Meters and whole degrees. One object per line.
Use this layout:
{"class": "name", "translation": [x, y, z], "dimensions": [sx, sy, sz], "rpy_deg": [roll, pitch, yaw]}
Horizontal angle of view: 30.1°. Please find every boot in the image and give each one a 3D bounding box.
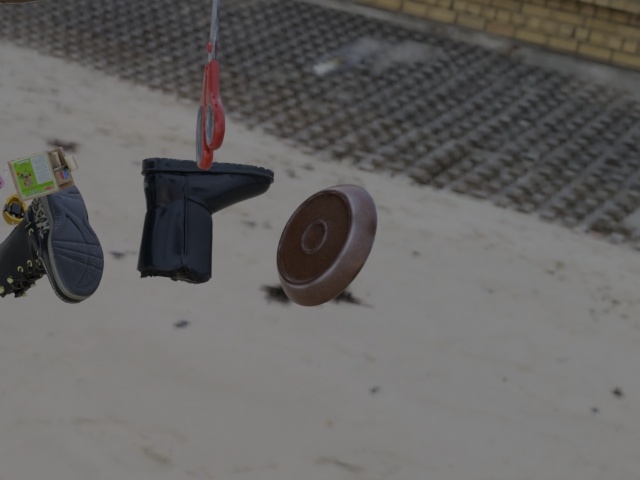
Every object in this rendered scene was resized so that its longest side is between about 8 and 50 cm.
{"class": "boot", "translation": [-0.403, 0.039, 1.732], "dimensions": [0.085, 0.178, 0.236], "rpy_deg": [19, 35, -39]}
{"class": "boot", "translation": [-0.195, -0.029, 2.029], "dimensions": [0.246, 0.207, 0.094], "rpy_deg": [3, -5, -30]}

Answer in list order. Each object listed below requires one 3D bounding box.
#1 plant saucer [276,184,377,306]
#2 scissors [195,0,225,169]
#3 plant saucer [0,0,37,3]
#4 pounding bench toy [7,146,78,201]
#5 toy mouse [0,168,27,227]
{"class": "plant saucer", "translation": [0.000, 0.000, 1.492], "dimensions": [0.029, 0.168, 0.168], "rpy_deg": [31, 0, -36]}
{"class": "scissors", "translation": [-0.155, -0.248, 1.658], "dimensions": [0.021, 0.297, 0.109], "rpy_deg": [2, -16, -18]}
{"class": "plant saucer", "translation": [-0.299, -0.369, 1.456], "dimensions": [0.278, 0.041, 0.278], "rpy_deg": [-23, -2, -1]}
{"class": "pounding bench toy", "translation": [-0.327, -0.086, 1.461], "dimensions": [0.083, 0.052, 0.065], "rpy_deg": [-15, 7, 11]}
{"class": "toy mouse", "translation": [-0.571, -0.071, 2.025], "dimensions": [0.143, 0.031, 0.161], "rpy_deg": [18, 42, -31]}
